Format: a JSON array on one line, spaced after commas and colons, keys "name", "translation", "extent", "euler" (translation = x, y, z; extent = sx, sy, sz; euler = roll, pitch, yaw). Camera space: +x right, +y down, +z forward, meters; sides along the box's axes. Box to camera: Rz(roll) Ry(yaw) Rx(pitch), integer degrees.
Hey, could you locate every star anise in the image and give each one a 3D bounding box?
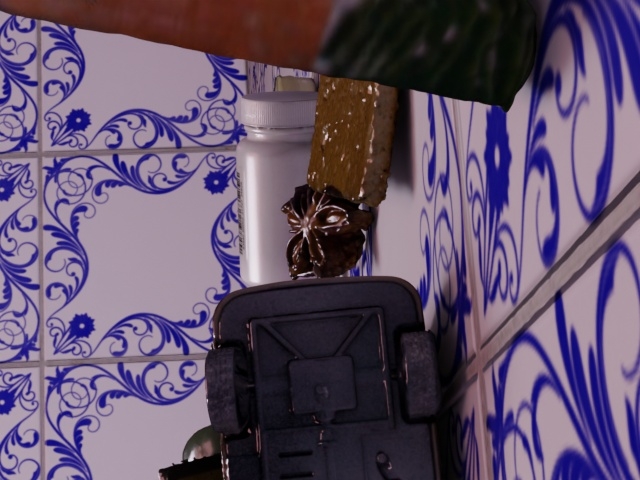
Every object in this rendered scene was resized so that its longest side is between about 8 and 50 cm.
[{"name": "star anise", "translation": [0.000, 0.000, 1.228], "extent": [0.190, 0.070, 0.097], "euler": [147, 120, -62]}]

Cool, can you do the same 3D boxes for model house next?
[{"name": "model house", "translation": [-0.025, -0.217, 0.583], "extent": [0.190, 0.271, 0.301], "euler": [-136, 58, -61]}]

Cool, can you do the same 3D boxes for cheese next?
[{"name": "cheese", "translation": [-0.025, -0.144, 1.617], "extent": [0.171, 0.047, 0.092], "euler": [175, 90, -85]}]

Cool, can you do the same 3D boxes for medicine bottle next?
[{"name": "medicine bottle", "translation": [-0.031, -0.050, 1.413], "extent": [0.103, 0.102, 0.187], "euler": [-115, 23, -77]}]

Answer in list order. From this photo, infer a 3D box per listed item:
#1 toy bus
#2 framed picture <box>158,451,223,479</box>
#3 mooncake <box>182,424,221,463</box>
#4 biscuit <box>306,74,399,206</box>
[{"name": "toy bus", "translation": [0.012, 0.172, 0.849], "extent": [0.157, 0.139, 0.290], "euler": [78, -175, -79]}, {"name": "framed picture", "translation": [-0.012, 0.300, 0.942], "extent": [0.255, 0.014, 0.339], "euler": [1, -101, -63]}, {"name": "mooncake", "translation": [-0.026, 0.193, 1.132], "extent": [0.168, 0.175, 0.104], "euler": [-33, 56, 54]}, {"name": "biscuit", "translation": [0.025, -0.094, 1.061], "extent": [0.231, 0.025, 0.131], "euler": [-148, 65, -79]}]
